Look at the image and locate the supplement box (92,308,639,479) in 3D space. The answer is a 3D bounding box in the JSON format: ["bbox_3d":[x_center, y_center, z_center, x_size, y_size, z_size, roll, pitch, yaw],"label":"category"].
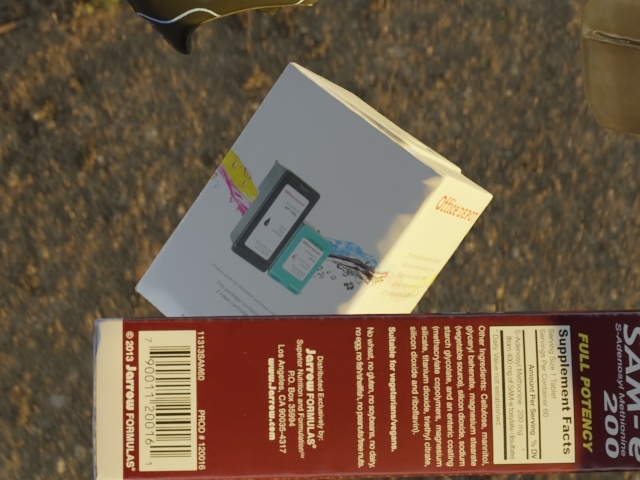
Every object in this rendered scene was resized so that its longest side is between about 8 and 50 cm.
[{"bbox_3d":[0.022,0.071,0.638,0.240,0.130,0.073,0,84,-4],"label":"supplement box"}]

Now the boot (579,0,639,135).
[{"bbox_3d":[0.274,-0.154,0.857,0.089,0.236,0.269,-18,25,-32],"label":"boot"}]

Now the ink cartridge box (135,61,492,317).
[{"bbox_3d":[0.000,0.000,1.372,0.197,0.198,0.270,38,98,18],"label":"ink cartridge box"}]

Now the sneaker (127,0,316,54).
[{"bbox_3d":[-0.004,-0.184,0.767,0.232,0.090,0.081,-22,33,11],"label":"sneaker"}]
